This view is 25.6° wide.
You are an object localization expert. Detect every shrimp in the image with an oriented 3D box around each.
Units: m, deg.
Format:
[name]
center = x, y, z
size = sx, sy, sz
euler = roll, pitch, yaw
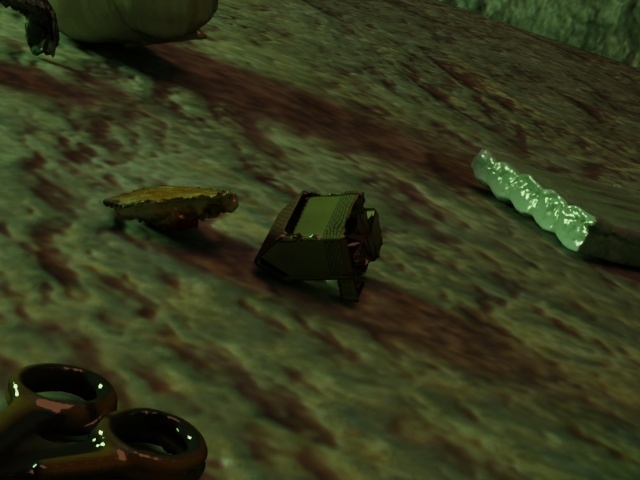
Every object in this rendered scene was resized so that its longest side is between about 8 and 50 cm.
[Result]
[shrimp]
center = -0.278, -0.184, 1.078
size = 0.082, 0.076, 0.174
euler = 3, 2, 41

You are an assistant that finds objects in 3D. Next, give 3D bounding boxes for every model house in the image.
[model house]
center = 0.000, 0.000, 0.837
size = 0.058, 0.057, 0.083
euler = -3, 31, 16

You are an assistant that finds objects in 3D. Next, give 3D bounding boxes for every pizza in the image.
[pizza]
center = -0.092, -0.017, 0.824
size = 0.078, 0.025, 0.083
euler = -8, 10, -30

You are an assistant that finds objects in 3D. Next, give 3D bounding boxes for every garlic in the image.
[garlic]
center = -0.194, -0.255, 1.252
size = 0.143, 0.178, 0.229
euler = -16, 21, -26

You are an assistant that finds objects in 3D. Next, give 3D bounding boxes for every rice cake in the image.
[rice cake]
center = 0.251, -0.018, 1.200
size = 0.198, 0.037, 0.189
euler = 8, 20, -35

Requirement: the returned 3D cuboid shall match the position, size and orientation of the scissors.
[scissors]
center = -0.123, 0.081, 0.476
size = 0.088, 0.017, 0.220
euler = 27, 18, 23
